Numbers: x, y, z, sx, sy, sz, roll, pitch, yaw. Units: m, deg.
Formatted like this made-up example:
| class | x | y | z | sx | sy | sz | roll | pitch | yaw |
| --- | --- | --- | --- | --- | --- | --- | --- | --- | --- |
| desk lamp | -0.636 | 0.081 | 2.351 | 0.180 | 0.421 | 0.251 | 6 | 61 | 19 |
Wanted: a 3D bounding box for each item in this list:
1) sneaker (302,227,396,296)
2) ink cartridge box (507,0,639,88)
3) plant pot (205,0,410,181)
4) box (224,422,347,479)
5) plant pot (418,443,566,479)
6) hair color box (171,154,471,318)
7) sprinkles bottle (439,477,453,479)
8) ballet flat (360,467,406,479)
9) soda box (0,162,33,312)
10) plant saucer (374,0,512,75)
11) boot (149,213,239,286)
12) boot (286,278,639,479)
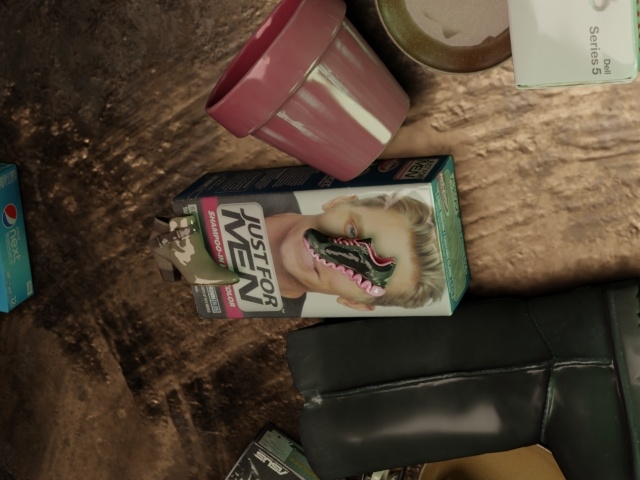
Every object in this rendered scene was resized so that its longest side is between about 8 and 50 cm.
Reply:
| class | x | y | z | sx | sy | sz | roll | pitch | yaw |
| --- | --- | --- | --- | --- | --- | --- | --- | --- | --- |
| sneaker | 0.036 | 0.013 | 1.293 | 0.119 | 0.047 | 0.057 | 32 | 113 | -2 |
| ink cartridge box | 0.257 | -0.277 | 1.061 | 0.114 | 0.273 | 0.198 | -1 | 111 | 23 |
| plant pot | -0.004 | -0.172 | 1.273 | 0.180 | 0.201 | 0.201 | 37 | 122 | -15 |
| box | -0.035 | 0.400 | 1.604 | 0.231 | 0.056 | 0.183 | 36 | 120 | 4 |
| plant pot | 0.248 | 0.353 | 1.482 | 0.236 | 0.032 | 0.236 | 9 | 116 | 18 |
| hair color box | 0.000 | 0.000 | 1.386 | 0.347 | 0.105 | 0.174 | -3 | 111 | 23 |
| sprinkles bottle | 0.262 | 0.467 | 1.438 | 0.355 | 0.121 | 0.121 | 41 | 121 | 1 |
| ballet flat | 0.092 | 0.293 | 1.497 | 0.074 | 0.074 | 0.203 | 20 | 118 | 13 |
| soda box | -0.476 | -0.006 | 1.598 | 0.071 | 0.067 | 0.210 | 8 | 115 | 19 |
| plant saucer | 0.158 | -0.286 | 1.236 | 0.198 | 0.036 | 0.199 | 9 | 115 | 19 |
| boot | -0.159 | 0.010 | 1.373 | 0.118 | 0.042 | 0.087 | 2 | 104 | 15 |
| boot | 0.185 | 0.250 | 1.337 | 0.445 | 0.146 | 0.367 | -9 | 74 | 21 |
